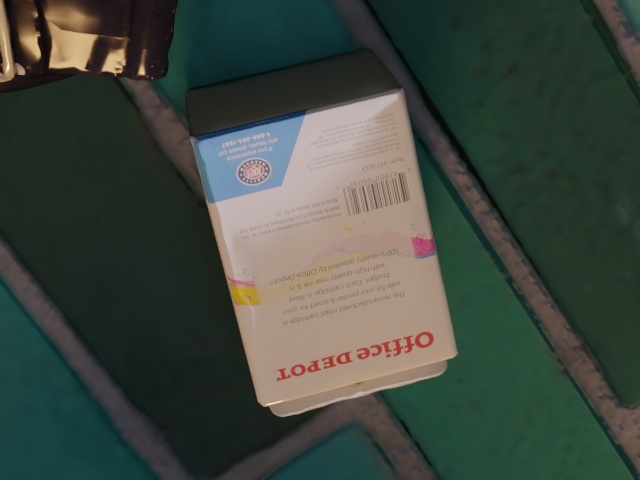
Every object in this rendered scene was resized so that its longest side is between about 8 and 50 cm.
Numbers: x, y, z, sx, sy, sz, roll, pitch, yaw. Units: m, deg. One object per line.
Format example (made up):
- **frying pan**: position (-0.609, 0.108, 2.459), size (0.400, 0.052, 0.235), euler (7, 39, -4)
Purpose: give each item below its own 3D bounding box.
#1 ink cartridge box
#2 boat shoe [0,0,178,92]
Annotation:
- **ink cartridge box**: position (0.000, 0.000, 0.703), size (0.092, 0.090, 0.143), euler (-13, 110, -3)
- **boat shoe**: position (-0.124, -0.215, 0.612), size (0.158, 0.127, 0.341), euler (0, 116, -12)
